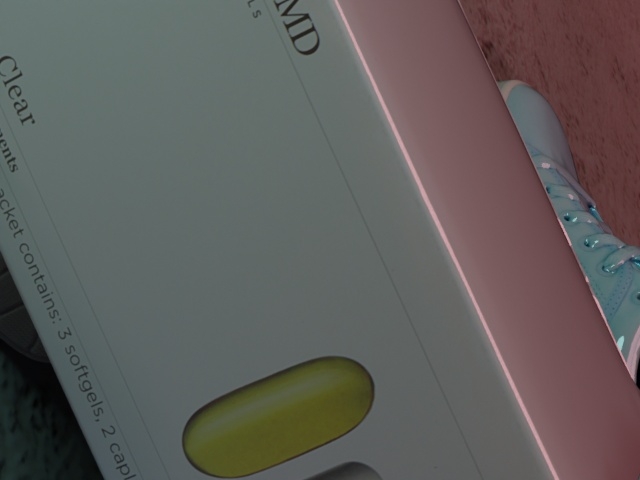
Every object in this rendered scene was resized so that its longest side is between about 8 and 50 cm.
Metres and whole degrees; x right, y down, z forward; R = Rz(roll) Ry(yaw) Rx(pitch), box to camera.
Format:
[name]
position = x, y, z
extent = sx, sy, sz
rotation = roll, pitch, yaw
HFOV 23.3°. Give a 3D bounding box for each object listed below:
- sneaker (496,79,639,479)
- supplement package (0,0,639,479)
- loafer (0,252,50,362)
[sneaker]
position = 0.180, 0.045, 0.975
extent = 0.135, 0.150, 0.366
rotation = 33, 43, -51
[supplement package]
position = 0.000, 0.000, 0.578
extent = 0.262, 0.145, 0.204
rotation = 65, 18, 1
[loafer]
position = -0.122, -0.013, 0.565
extent = 0.125, 0.045, 0.039
rotation = 56, 22, -20
